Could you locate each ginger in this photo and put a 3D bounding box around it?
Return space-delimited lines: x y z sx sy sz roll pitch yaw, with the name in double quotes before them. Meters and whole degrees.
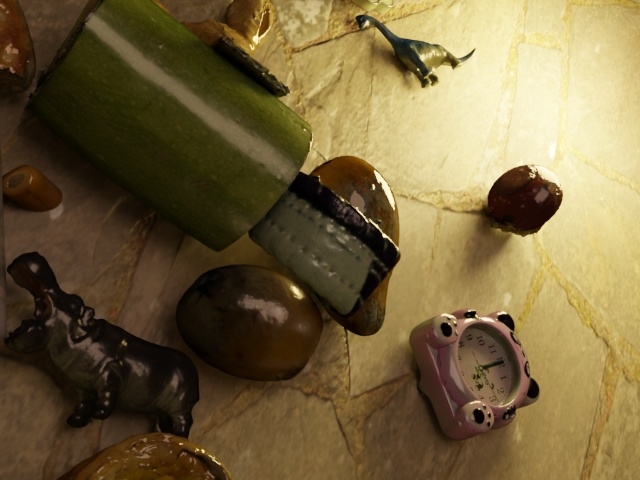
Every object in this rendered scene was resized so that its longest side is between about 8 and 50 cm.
"ginger" -0.181 -0.299 1.794 0.363 0.122 0.348 -3 62 -49

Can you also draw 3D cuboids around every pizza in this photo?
"pizza" -0.562 -0.342 1.540 0.335 0.086 0.226 52 52 -3

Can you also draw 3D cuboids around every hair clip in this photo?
"hair clip" 0.100 -0.556 2.171 0.159 0.071 0.218 36 45 -15

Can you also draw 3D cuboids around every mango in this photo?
"mango" 0.051 0.009 1.815 0.193 0.146 0.316 -1 84 -35

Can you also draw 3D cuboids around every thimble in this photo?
"thimble" 0.000 0.000 1.625 0.237 0.237 0.150 41 86 -15

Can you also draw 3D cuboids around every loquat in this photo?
"loquat" -0.109 0.126 1.600 0.227 0.179 0.179 18 58 -17

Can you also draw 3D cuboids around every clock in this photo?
"clock" 0.289 0.236 1.920 0.248 0.090 0.227 -9 75 -42

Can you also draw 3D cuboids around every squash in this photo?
"squash" -0.237 -0.191 1.602 0.384 0.263 0.263 38 51 -18

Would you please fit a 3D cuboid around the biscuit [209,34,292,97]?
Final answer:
"biscuit" -0.114 -0.267 1.645 0.144 0.203 0.016 37 85 -15

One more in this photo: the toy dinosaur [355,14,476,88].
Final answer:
"toy dinosaur" 0.205 -0.414 2.188 0.248 0.075 0.188 -24 77 -36

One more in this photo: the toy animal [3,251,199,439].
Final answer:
"toy animal" -0.308 0.167 1.449 0.343 0.106 0.168 41 50 -27

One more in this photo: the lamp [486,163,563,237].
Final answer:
"lamp" 0.422 -0.078 2.141 0.135 0.157 0.156 54 30 -29

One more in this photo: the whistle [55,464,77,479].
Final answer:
"whistle" -0.382 0.366 1.353 0.220 0.057 0.107 -34 96 -45

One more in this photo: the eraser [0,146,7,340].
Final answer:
"eraser" -0.532 -0.059 1.410 0.213 0.082 0.397 1 68 -24

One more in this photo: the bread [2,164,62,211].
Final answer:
"bread" -0.427 -0.071 1.543 0.062 0.103 0.049 -27 71 0

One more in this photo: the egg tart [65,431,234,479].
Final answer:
"egg tart" -0.234 0.402 1.408 0.291 0.107 0.291 14 66 -33
